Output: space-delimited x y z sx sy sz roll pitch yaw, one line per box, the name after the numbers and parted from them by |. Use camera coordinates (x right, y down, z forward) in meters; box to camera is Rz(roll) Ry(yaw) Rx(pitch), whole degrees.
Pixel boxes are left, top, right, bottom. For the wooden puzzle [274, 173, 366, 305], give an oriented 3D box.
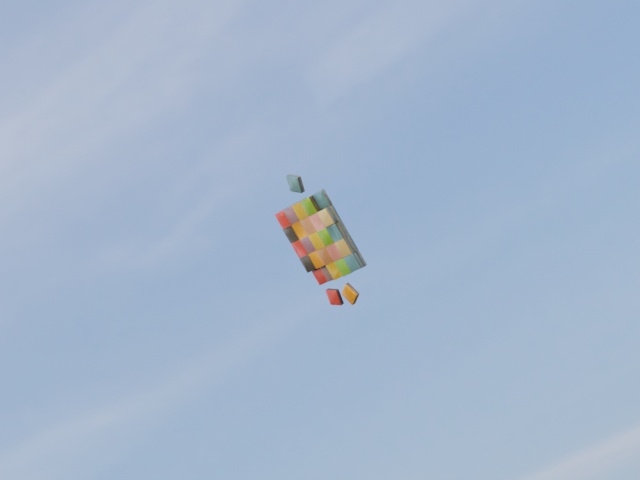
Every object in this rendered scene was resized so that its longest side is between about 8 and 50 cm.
0.000 0.000 1.111 0.006 0.083 0.049 -32 4 -34 | wooden puzzle
